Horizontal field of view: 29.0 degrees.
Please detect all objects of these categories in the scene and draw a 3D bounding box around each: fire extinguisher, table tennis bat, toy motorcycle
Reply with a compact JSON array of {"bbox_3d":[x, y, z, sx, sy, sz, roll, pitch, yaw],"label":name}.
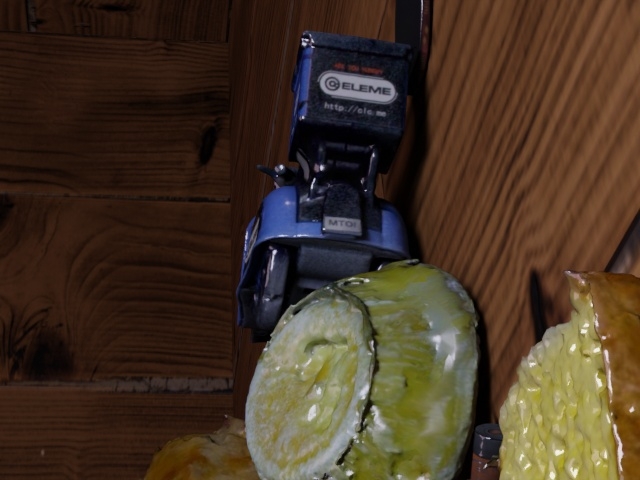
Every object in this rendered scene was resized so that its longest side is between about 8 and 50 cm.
[{"bbox_3d":[0.086,0.138,0.651,0.028,0.022,0.083,18,111,44],"label":"fire extinguisher"},{"bbox_3d":[0.067,-0.186,0.908,0.095,0.014,0.158,-157,68,-83],"label":"table tennis bat"},{"bbox_3d":[0.000,0.000,0.990,0.358,0.125,0.213,112,165,-67],"label":"toy motorcycle"}]

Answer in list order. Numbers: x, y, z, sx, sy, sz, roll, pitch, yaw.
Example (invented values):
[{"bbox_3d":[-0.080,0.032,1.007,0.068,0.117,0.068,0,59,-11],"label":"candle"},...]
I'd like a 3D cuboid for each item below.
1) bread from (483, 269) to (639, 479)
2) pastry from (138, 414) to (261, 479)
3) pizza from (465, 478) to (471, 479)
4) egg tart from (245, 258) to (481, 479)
[{"bbox_3d":[0.103,0.108,0.408,0.103,0.065,0.187,114,153,-66],"label":"bread"},{"bbox_3d":[-0.071,0.233,0.835,0.218,0.100,0.229,-176,82,-80],"label":"pastry"},{"bbox_3d":[0.053,0.241,0.653,0.197,0.058,0.292,-127,35,-64],"label":"pizza"},{"bbox_3d":[0.021,0.096,0.738,0.197,0.078,0.197,-36,43,42],"label":"egg tart"}]
